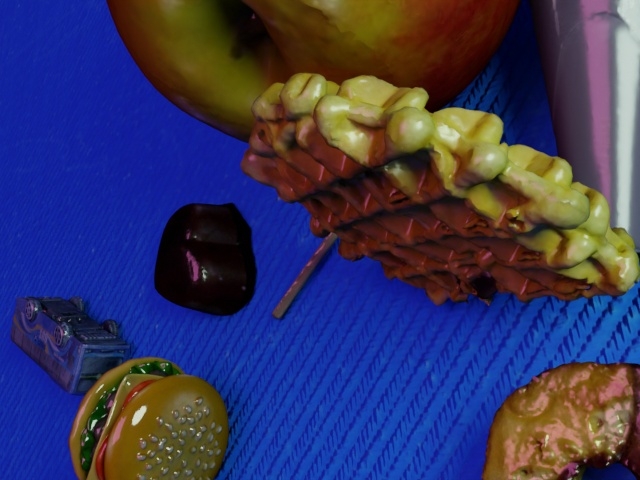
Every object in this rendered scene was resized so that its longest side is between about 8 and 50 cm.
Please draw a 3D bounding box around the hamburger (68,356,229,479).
[{"bbox_3d":[-0.173,0.200,0.728,0.115,0.162,0.162,8,79,43],"label":"hamburger"}]

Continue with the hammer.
[{"bbox_3d":[0.000,0.000,0.738,0.195,0.028,0.060,-54,41,15],"label":"hammer"}]

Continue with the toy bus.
[{"bbox_3d":[-0.349,0.138,0.980,0.236,0.079,0.094,19,104,46],"label":"toy bus"}]

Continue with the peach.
[{"bbox_3d":[0.004,-0.267,0.608,0.388,0.388,0.388,-18,62,38],"label":"peach"}]

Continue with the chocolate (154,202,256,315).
[{"bbox_3d":[-0.149,0.018,0.831,0.125,0.080,0.149,-29,57,31],"label":"chocolate"}]

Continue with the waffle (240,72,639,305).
[{"bbox_3d":[0.074,-0.023,0.515,0.309,0.283,0.065,24,74,31],"label":"waffle"}]

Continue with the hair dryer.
[{"bbox_3d":[0.313,-0.141,0.455,0.361,0.121,0.301,-3,80,37],"label":"hair dryer"}]

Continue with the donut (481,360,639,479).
[{"bbox_3d":[0.196,0.162,0.452,0.184,0.073,0.166,-15,64,40],"label":"donut"}]
